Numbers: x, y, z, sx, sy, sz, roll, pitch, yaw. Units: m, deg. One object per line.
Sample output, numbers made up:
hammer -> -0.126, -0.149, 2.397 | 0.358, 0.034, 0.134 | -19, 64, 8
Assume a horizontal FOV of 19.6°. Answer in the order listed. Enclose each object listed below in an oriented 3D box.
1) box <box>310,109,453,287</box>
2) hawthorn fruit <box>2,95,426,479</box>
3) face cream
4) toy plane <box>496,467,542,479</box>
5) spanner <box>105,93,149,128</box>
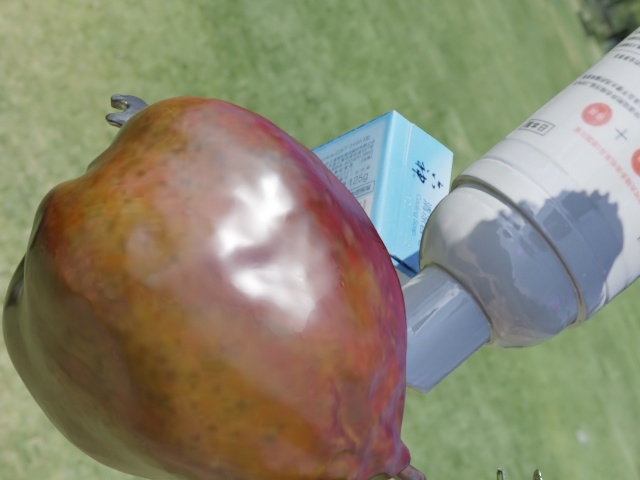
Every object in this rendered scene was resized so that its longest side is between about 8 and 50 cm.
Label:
box -> 0.000, 0.000, 1.591 | 0.083, 0.232, 0.142 | 32, 51, -32
hawthorn fruit -> -0.038, 0.049, 0.982 | 0.248, 0.208, 0.208 | 38, 12, 3
face cream -> 0.162, -0.009, 1.347 | 0.145, 0.370, 0.145 | 47, -15, 17
toy plane -> 0.173, 0.254, 1.631 | 0.040, 0.111, 0.102 | 7, 39, -36
spanner -> -0.091, -0.090, 1.740 | 0.054, 0.254, 0.015 | -51, 155, -49
